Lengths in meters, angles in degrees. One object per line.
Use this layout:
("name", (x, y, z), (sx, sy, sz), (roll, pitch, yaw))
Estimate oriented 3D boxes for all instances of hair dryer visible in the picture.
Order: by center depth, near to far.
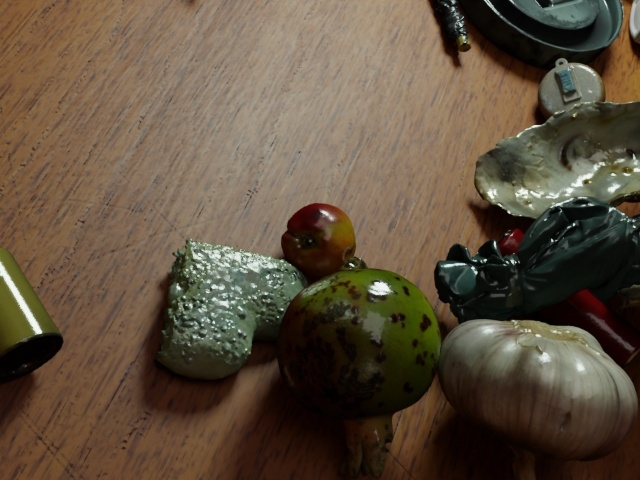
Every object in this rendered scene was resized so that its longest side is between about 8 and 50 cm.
("hair dryer", (-0.429, 0.113, 1.169), (0.279, 0.090, 0.135), (-26, 71, -29))

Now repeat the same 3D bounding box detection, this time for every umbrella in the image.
("umbrella", (0.324, 0.025, 1.444), (0.094, 0.349, 0.143), (-96, 161, -73))
("umbrella", (0.215, -0.365, 1.808), (0.037, 0.040, 0.144), (-3, 55, -17))

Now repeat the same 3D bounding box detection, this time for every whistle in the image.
("whistle", (0.408, -0.193, 1.748), (0.107, 0.057, 0.220), (-16, 73, 14))

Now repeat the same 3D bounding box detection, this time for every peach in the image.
("peach", (0.000, 0.001, 1.428), (0.101, 0.100, 0.100), (12, 54, -16))

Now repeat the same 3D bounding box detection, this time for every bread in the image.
("bread", (-0.115, 0.069, 1.346), (0.232, 0.064, 0.172), (-28, 74, -37))

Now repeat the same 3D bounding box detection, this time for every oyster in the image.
("oyster", (0.430, -0.106, 1.622), (0.396, 0.111, 0.204), (-21, 50, -14))

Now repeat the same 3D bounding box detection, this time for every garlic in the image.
("garlic", (0.259, 0.224, 1.336), (0.245, 0.245, 0.253), (3, 99, -22))

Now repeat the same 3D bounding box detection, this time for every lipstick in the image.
("lipstick", (0.333, 0.084, 1.524), (0.241, 0.080, 0.080), (41, 51, 8))

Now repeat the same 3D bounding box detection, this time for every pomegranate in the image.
("pomegranate", (0.042, 0.150, 1.305), (0.198, 0.246, 0.198), (4, 20, -2))

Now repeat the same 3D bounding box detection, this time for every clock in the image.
("clock", (0.375, -0.427, 1.908), (0.313, 0.061, 0.312), (12, 53, -16))

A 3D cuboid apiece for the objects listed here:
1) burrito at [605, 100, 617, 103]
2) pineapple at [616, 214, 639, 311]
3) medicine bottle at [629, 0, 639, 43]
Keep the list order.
("burrito", (0.482, -0.204, 1.816), (0.171, 0.042, 0.051), (9, 62, -21))
("pineapple", (0.561, 0.097, 1.527), (0.271, 0.262, 0.262), (55, 45, -26))
("medicine bottle", (0.668, -0.372, 1.990), (0.219, 0.078, 0.115), (20, 50, -11))
